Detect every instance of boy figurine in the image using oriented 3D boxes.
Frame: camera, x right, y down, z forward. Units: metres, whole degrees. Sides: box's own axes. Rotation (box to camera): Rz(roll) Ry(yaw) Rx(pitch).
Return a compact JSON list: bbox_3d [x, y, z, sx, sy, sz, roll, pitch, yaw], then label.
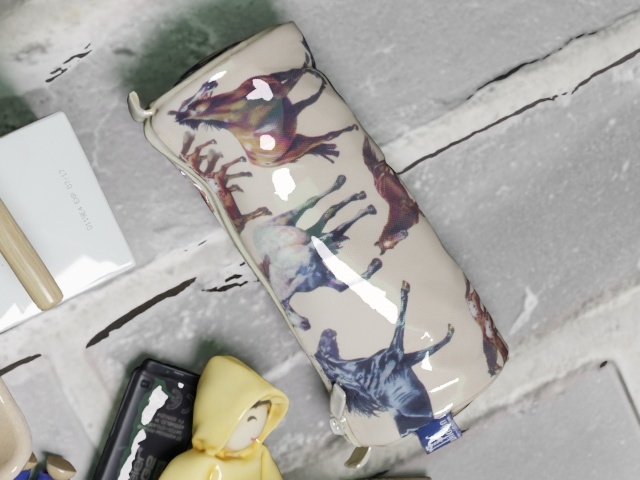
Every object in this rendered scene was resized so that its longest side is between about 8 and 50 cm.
[{"bbox_3d":[-0.084,0.246,1.455,0.177,0.092,0.285,3,100,-48],"label":"boy figurine"}]

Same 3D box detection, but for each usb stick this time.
[{"bbox_3d":[-0.181,0.246,1.467,0.077,0.045,0.278,21,88,-21],"label":"usb stick"}]

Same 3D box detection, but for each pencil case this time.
[{"bbox_3d":[0.000,0.000,1.440,0.183,0.160,0.410,-39,102,-24],"label":"pencil case"}]

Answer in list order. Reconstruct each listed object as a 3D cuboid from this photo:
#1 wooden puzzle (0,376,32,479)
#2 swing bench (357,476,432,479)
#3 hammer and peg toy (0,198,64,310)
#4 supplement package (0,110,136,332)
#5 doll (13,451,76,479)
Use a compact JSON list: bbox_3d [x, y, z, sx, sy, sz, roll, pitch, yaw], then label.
[{"bbox_3d":[-0.427,0.080,1.327,0.322,0.080,0.347,-24,96,23],"label":"wooden puzzle"},{"bbox_3d":[0.050,0.361,1.427,0.165,0.255,0.253,-2,93,-10],"label":"swing bench"},{"bbox_3d":[-0.370,0.023,1.167,0.361,0.127,0.266,-40,90,28],"label":"hammer and peg toy"},{"bbox_3d":[-0.255,-0.016,1.333,0.134,0.244,0.139,-26,98,-12],"label":"supplement package"},{"bbox_3d":[-0.291,0.279,1.444,0.129,0.046,0.189,20,95,-23],"label":"doll"}]
